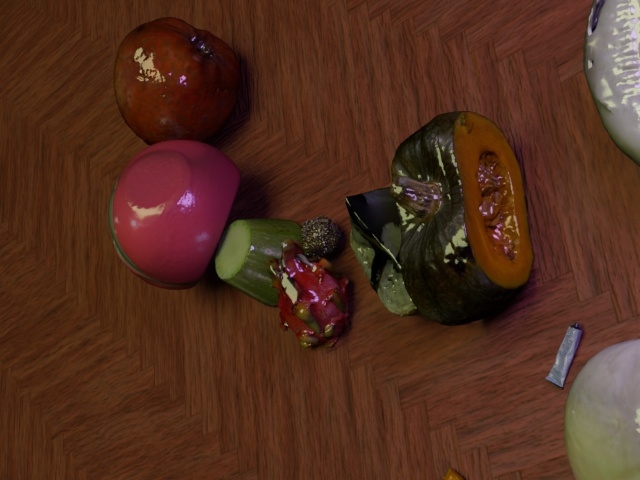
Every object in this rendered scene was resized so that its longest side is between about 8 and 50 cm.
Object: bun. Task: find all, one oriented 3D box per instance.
[{"bbox_3d":[0.503,-0.232,1.311,0.360,0.211,0.359,-6,82,47],"label":"bun"}]

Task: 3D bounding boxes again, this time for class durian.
[{"bbox_3d":[0.000,0.000,1.882,0.080,0.080,0.091,18,105,50],"label":"durian"}]

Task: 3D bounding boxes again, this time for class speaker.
[{"bbox_3d":[-0.277,-0.049,2.059,0.294,0.294,0.294,-21,60,42],"label":"speaker"}]

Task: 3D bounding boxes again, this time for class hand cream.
[{"bbox_3d":[0.343,0.159,1.477,0.030,0.019,0.093,29,103,48],"label":"hand cream"}]

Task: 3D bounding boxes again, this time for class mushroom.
[{"bbox_3d":[0.406,0.216,1.166,0.315,0.315,0.356,0,85,48],"label":"mushroom"}]

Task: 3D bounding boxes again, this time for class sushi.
[{"bbox_3d":[0.128,0.048,1.700,0.273,0.134,0.109,57,135,24],"label":"sushi"}]

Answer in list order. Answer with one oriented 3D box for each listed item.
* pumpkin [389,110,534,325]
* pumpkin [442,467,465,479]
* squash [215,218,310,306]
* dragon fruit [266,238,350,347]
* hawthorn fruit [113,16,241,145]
[{"bbox_3d":[0.196,-0.040,1.560,0.139,0.222,0.317,-19,62,41],"label":"pumpkin"},{"bbox_3d":[0.196,0.384,1.532,0.101,0.035,0.073,33,102,47],"label":"pumpkin"},{"bbox_3d":[-0.113,0.030,1.962,0.170,0.123,0.170,-29,52,44],"label":"squash"},{"bbox_3d":[-0.023,0.086,1.823,0.133,0.207,0.150,-12,22,31],"label":"dragon fruit"},{"bbox_3d":[-0.311,-0.300,2.220,0.307,0.276,0.276,-63,38,31],"label":"hawthorn fruit"}]
